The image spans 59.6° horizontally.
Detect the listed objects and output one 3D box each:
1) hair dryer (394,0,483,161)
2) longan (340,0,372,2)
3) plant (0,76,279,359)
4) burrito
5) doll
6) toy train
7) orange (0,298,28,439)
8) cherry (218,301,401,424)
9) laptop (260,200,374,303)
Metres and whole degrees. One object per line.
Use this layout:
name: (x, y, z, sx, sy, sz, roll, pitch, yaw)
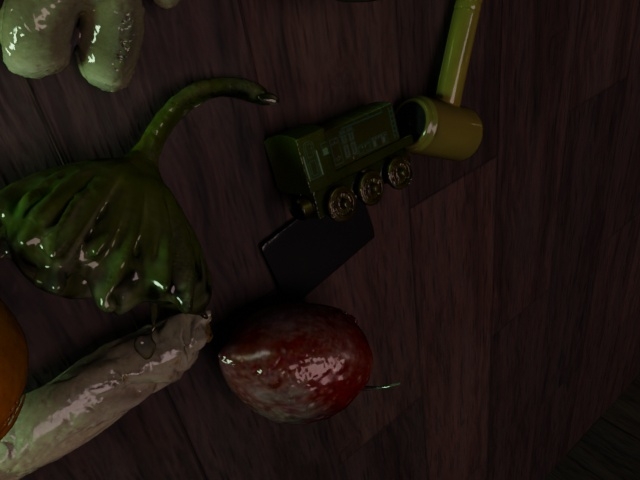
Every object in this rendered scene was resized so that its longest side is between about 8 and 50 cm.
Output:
hair dryer: (0.199, -0.268, 0.869, 0.135, 0.090, 0.278, 1, 104, -40)
longan: (0.053, -0.374, 0.556, 0.258, 0.258, 0.257, -20, 124, -34)
plant: (-0.209, -0.064, 0.615, 0.251, 0.180, 0.333, 31, 57, -39)
burrito: (-0.298, 0.202, 0.661, 0.392, 0.076, 0.117, -30, 149, -27)
doll: (-0.186, -0.262, 0.486, 0.278, 0.149, 0.175, -68, 170, 26)
toy train: (0.038, -0.114, 0.786, 0.226, 0.090, 0.137, -30, 114, -33)
orange: (-0.367, 0.114, 0.469, 0.220, 0.193, 0.219, -10, 114, -22)
cherry: (-0.039, 0.174, 0.804, 0.250, 0.192, 0.175, 13, 67, -38)
laptop: (0.000, 0.000, 0.869, 0.197, 0.016, 0.135, -39, 131, -23)
